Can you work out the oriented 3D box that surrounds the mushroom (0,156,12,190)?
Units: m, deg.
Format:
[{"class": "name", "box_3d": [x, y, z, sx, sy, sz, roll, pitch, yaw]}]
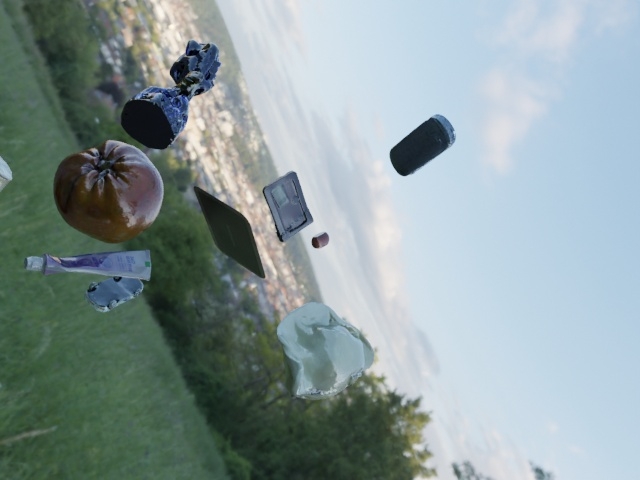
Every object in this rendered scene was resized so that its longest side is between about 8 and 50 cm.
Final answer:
[{"class": "mushroom", "box_3d": [-0.986, -0.109, 1.475, 0.315, 0.356, 0.315, 26, 24, -12]}]

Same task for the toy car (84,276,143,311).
[{"class": "toy car", "box_3d": [-0.622, 0.156, 1.813, 0.095, 0.056, 0.205, 39, 23, 9]}]

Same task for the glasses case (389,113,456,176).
[{"class": "glasses case", "box_3d": [0.304, -0.284, 1.823, 0.109, 0.067, 0.282, 56, -34, 2]}]

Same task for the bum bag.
[{"class": "bum bag", "box_3d": [-0.082, -0.085, 1.483, 0.026, 0.109, 0.159, 22, -42, 50]}]

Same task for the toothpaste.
[{"class": "toothpaste", "box_3d": [-0.542, 0.057, 1.421, 0.301, 0.048, 0.075, 4, 47, -43]}]

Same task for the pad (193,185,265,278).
[{"class": "pad", "box_3d": [-0.210, -0.013, 1.405, 0.176, 0.002, 0.266, 31, -27, 24]}]

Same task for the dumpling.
[{"class": "dumpling", "box_3d": [-0.004, 0.283, 1.542, 0.318, 0.187, 0.243, -9, 76, -51]}]

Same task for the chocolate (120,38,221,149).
[{"class": "chocolate", "box_3d": [-0.305, -0.350, 1.347, 0.126, 0.148, 0.343, 48, 45, -25]}]

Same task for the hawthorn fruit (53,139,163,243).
[{"class": "hawthorn fruit", "box_3d": [-0.561, -0.108, 1.616, 0.298, 0.276, 0.277, 102, -30, -57]}]

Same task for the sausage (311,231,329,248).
[{"class": "sausage", "box_3d": [0.000, 0.001, 2.414, 0.094, 0.059, 0.054, -31, 110, -51]}]
